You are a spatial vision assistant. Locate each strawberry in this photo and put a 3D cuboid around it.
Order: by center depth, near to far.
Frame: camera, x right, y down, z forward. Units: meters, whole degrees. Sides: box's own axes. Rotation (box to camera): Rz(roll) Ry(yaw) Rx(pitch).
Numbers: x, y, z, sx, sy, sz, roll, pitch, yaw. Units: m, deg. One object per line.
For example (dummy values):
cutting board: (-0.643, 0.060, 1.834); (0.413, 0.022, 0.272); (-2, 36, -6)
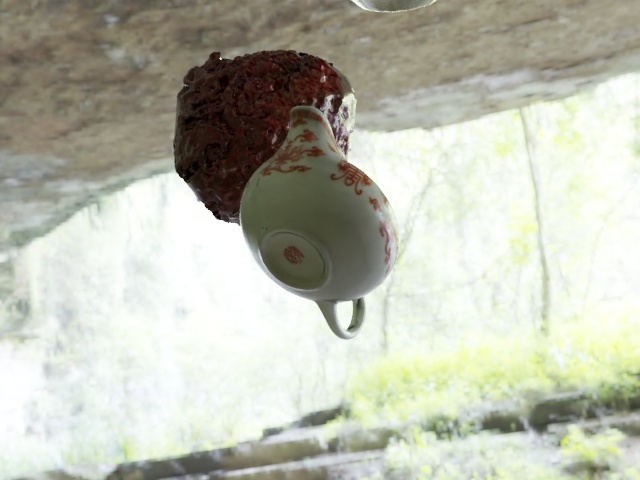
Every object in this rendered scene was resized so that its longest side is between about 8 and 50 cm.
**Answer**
strawberry: (-0.064, -0.156, 1.364); (0.274, 0.274, 0.220); (3, -33, -48)

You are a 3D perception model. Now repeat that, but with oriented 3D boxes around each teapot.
teapot: (0.000, 0.000, 0.977); (0.159, 0.116, 0.245); (-1, -52, 16)

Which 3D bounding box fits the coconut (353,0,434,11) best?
coconut: (0.101, -0.449, 1.411); (0.241, 0.241, 0.241); (-8, -10, -1)
